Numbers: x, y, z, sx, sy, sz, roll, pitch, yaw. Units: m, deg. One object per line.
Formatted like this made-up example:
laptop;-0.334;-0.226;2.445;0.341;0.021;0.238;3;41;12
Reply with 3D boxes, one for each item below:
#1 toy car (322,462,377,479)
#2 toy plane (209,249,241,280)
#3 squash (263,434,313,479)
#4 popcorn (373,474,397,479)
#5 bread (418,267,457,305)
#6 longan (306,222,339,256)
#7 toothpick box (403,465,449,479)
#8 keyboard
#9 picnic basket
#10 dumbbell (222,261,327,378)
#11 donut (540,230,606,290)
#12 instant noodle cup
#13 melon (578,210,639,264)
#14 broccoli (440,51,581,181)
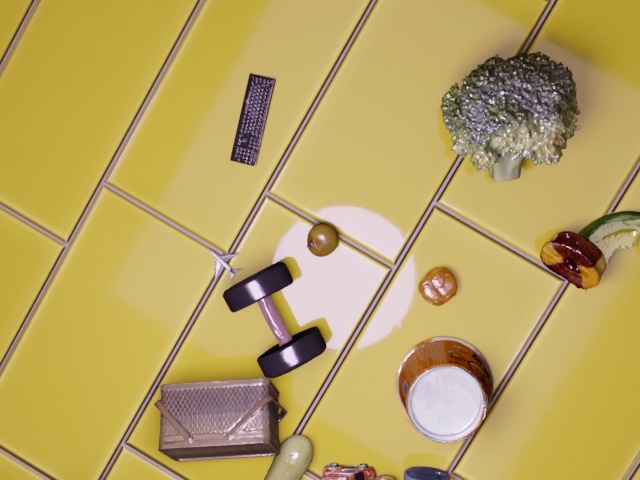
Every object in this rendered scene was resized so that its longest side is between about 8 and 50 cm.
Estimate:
toy car;0.064;0.529;1.931;0.122;0.035;0.059;1;92;5
toy plane;-0.217;0.050;1.936;0.084;0.024;0.078;44;97;8
squash;-0.091;0.543;1.925;0.083;0.083;0.250;28;97;3
popcorn;0.131;0.565;1.889;0.089;0.109;0.096;-20;83;10
bread;0.254;0.101;1.882;0.083;0.046;0.081;-11;90;7
longan;0.000;0.000;1.884;0.075;0.083;0.075;16;115;39
toothpick box;0.226;0.581;1.886;0.101;0.101;0.153;4;95;5
keyboard;-0.149;-0.266;1.918;0.064;0.010;0.198;14;95;7
picnic basket;-0.212;0.388;1.869;0.267;0.165;0.139;-5;66;5
dumbbell;-0.097;0.171;1.868;0.152;0.152;0.218;-28;91;7
donut;0.531;0.038;1.817;0.140;0.140;0.059;41;70;2
instant noodle cup;0.264;0.323;1.830;0.216;0.172;0.215;1;95;6
melon;0.655;-0.001;1.830;0.210;0.064;0.118;-9;98;9
broccoli;0.391;-0.250;1.752;0.288;0.235;0.259;-5;94;2
